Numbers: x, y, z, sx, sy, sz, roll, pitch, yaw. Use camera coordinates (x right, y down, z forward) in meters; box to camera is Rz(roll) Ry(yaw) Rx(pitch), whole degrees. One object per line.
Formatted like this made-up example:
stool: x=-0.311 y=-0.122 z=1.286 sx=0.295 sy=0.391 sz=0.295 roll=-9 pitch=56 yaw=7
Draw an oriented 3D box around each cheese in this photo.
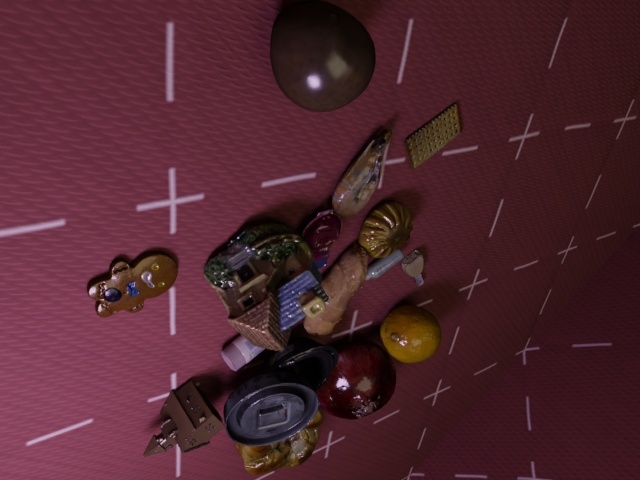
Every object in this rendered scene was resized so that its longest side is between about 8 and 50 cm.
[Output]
cheese: x=0.372 y=0.119 z=2.200 sx=0.097 sy=0.037 sz=0.192 roll=-38 pitch=137 yaw=-9
cheese: x=0.000 y=0.000 z=1.788 sx=0.155 sy=0.062 sz=0.244 roll=-17 pitch=136 yaw=-26

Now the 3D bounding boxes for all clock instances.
clock: x=-0.164 y=0.559 z=1.872 sx=0.319 sy=0.066 sz=0.318 roll=-12 pitch=129 yaw=-15

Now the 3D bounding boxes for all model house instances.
model house: x=-0.138 y=0.139 z=1.603 sx=0.321 sy=0.266 sz=0.261 roll=-34 pitch=139 yaw=-3
model house: x=-0.445 y=0.604 z=1.787 sx=0.248 sy=0.181 sz=0.176 roll=-37 pitch=137 yaw=-12

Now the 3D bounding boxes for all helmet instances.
helmet: x=-0.088 y=0.423 z=1.957 sx=0.279 sy=0.160 sz=0.230 roll=-39 pitch=133 yaw=-3

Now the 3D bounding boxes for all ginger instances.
ginger: x=0.051 y=0.173 z=1.920 sx=0.190 sy=0.126 sz=0.354 roll=29 pitch=97 yaw=-37

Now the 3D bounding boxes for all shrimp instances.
shrimp: x=0.141 y=-0.201 z=1.751 sx=0.168 sy=0.077 sz=0.317 roll=12 pitch=117 yaw=-55

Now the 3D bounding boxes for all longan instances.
longan: x=0.004 y=-0.430 z=1.325 sx=0.258 sy=0.258 sz=0.258 roll=-22 pitch=132 yaw=-26

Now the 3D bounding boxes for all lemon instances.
lemon: x=0.357 y=0.370 z=2.237 sx=0.236 sy=0.236 sz=0.263 roll=-45 pitch=150 yaw=-3

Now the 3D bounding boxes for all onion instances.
onion: x=0.145 y=0.562 z=2.168 sx=0.348 sy=0.285 sz=0.347 roll=-7 pitch=121 yaw=-13

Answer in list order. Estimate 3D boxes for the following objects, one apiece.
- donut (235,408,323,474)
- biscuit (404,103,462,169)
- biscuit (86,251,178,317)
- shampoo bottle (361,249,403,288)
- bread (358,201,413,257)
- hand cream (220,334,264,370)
donut: x=-0.151 y=0.730 z=2.138 sx=0.360 sy=0.170 sz=0.360 roll=-20 pitch=131 yaw=-24
biscuit: x=0.375 y=-0.344 z=1.868 sx=0.231 sy=0.016 sz=0.139 roll=-37 pitch=138 yaw=-11
biscuit: x=-0.489 y=0.113 z=1.492 sx=0.236 sy=0.039 sz=0.179 roll=-29 pitch=134 yaw=-22
shampoo bottle: x=0.210 y=0.097 z=2.037 sx=0.195 sy=0.056 sz=0.056 roll=-35 pitch=137 yaw=-14
bread: x=0.228 y=-0.033 z=1.921 sx=0.213 sy=0.105 sz=0.213 roll=-19 pitch=129 yaw=-25
hand cream: x=-0.208 y=0.319 z=1.858 sx=0.248 sy=0.083 sz=0.133 roll=-35 pitch=139 yaw=-30
